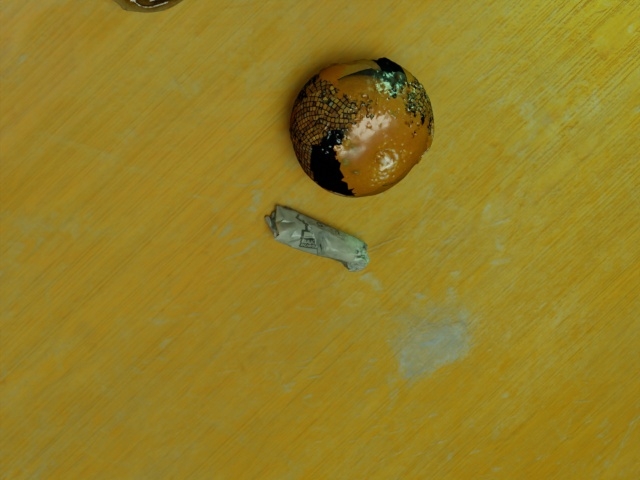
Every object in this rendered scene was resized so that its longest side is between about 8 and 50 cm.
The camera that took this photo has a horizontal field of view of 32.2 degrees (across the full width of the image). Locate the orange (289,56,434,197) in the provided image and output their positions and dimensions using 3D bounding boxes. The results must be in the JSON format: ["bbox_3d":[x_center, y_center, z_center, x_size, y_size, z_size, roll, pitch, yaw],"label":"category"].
[{"bbox_3d":[0.067,-0.176,1.758,0.234,0.182,0.234,-18,132,-21],"label":"orange"}]

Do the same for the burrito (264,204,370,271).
[{"bbox_3d":[0.000,0.000,1.879,0.203,0.064,0.064,24,103,-30],"label":"burrito"}]

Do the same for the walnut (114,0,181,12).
[{"bbox_3d":[-0.232,-0.427,1.551,0.167,0.087,0.211,20,124,-31],"label":"walnut"}]
